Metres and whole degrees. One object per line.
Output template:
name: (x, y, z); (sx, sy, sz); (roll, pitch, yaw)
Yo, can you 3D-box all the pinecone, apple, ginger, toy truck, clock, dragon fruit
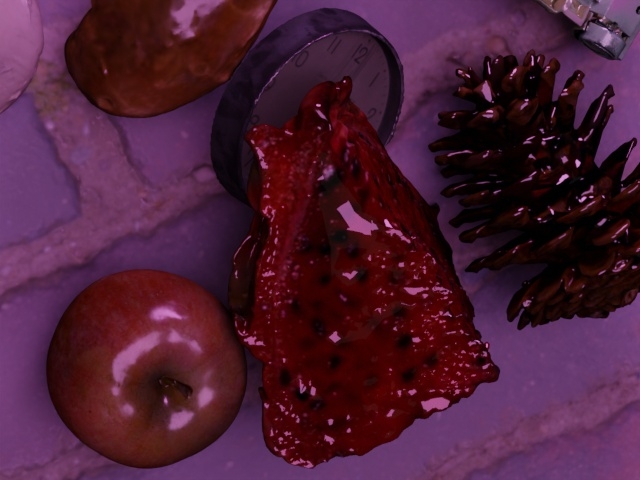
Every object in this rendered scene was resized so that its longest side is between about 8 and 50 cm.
pinecone: (0.232, -0.060, 1.964); (0.246, 0.246, 0.292); (-36, 90, -11)
apple: (-0.166, 0.119, 1.887); (0.188, 0.174, 0.188); (-3, 100, -17)
ginger: (-0.107, -0.249, 1.874); (0.321, 0.172, 0.165); (-57, 147, -7)
toy truck: (0.225, -0.295, 1.992); (0.259, 0.135, 0.128); (32, 86, -25)
clock: (-0.009, -0.119, 1.919); (0.215, 0.042, 0.215); (-26, 135, -30)
dragon fruit: (-0.009, 0.005, 1.892); (0.228, 0.286, 0.329); (-28, 116, 11)

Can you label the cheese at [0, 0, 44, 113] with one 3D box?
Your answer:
cheese: (-0.343, -0.193, 1.809); (0.198, 0.154, 0.189); (-26, 108, -14)
